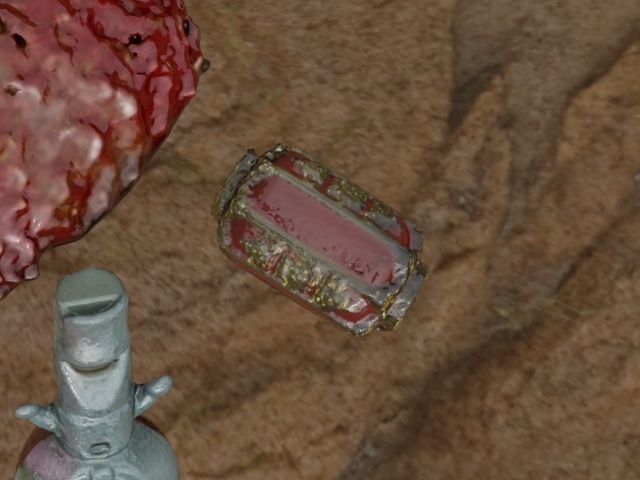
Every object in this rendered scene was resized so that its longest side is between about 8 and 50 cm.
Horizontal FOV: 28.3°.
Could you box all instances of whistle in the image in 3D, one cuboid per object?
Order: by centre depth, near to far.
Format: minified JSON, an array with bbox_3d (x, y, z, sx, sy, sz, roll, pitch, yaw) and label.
[{"bbox_3d":[-0.194,0.165,1.088,0.142,0.133,0.346,9,131,2],"label":"whistle"}]

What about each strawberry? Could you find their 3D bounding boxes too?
[{"bbox_3d":[-0.121,-0.061,0.451,0.192,0.140,0.085,-41,141,-23],"label":"strawberry"}]

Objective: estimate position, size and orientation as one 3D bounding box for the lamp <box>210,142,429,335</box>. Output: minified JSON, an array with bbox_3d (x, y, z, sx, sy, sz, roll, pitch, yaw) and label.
[{"bbox_3d":[0.000,0.000,1.546,0.274,0.177,0.177,35,88,3],"label":"lamp"}]
